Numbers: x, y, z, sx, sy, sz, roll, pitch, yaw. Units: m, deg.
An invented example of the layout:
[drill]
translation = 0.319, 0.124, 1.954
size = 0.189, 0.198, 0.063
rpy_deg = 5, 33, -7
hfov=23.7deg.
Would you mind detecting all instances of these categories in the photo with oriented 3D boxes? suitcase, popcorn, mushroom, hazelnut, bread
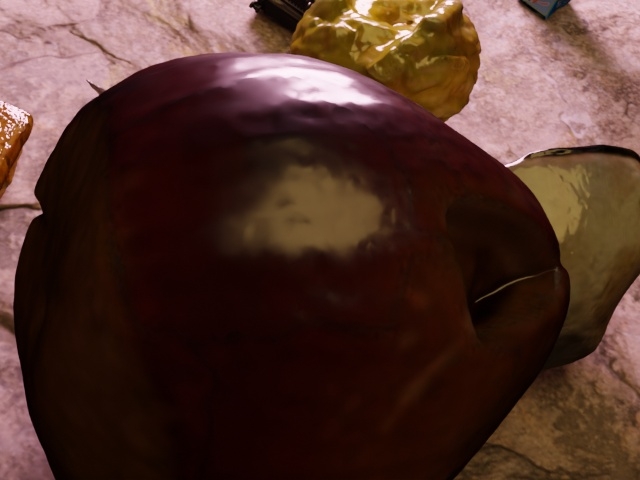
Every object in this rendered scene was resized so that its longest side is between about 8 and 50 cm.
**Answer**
[suitcase]
translation = -0.010, -0.272, 1.634
size = 0.086, 0.059, 0.126
rpy_deg = 36, 48, 9
[popcorn]
translation = 0.068, -0.176, 1.528
size = 0.198, 0.155, 0.197
rpy_deg = -1, 40, 1
[mushroom]
translation = 0.197, 0.026, 1.375
size = 0.267, 0.189, 0.164
rpy_deg = -1, 66, -25
[hazelnut]
translation = -0.041, 0.059, 1.106
size = 0.402, 0.429, 0.402
rpy_deg = 3, 83, -26
[bread]
translation = -0.306, -0.073, 1.351
size = 0.074, 0.053, 0.132
rpy_deg = 22, 46, -8

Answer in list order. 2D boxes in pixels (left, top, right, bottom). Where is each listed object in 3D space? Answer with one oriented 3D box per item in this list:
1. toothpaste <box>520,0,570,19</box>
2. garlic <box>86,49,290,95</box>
[toothpaste]
translation = 0.303, -0.366, 1.697
size = 0.050, 0.266, 0.065
rpy_deg = 41, 46, 14
[garlic]
translation = -0.115, -0.123, 1.456
size = 0.198, 0.090, 0.128
rpy_deg = -11, 47, -10
